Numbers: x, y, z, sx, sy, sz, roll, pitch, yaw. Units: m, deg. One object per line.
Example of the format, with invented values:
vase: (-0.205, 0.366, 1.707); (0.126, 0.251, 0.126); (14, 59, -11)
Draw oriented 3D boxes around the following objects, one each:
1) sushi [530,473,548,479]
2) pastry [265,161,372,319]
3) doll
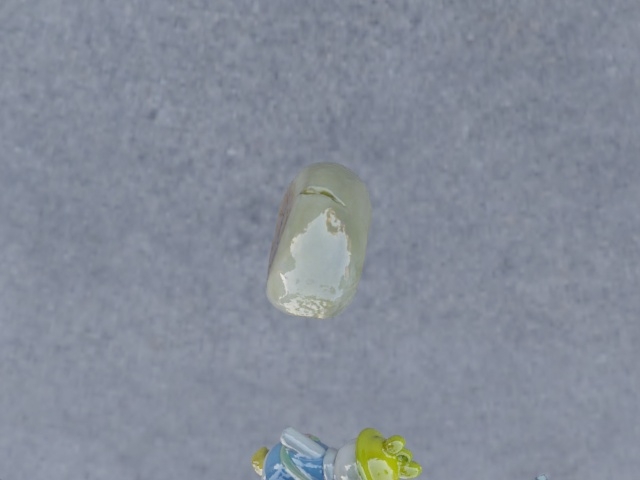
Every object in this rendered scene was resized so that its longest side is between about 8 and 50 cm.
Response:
sushi: (0.272, 0.560, 2.080); (0.294, 0.292, 0.059); (-21, 168, 0)
pastry: (0.000, 0.000, 1.265); (0.092, 0.156, 0.156); (9, 139, -3)
doll: (0.015, 0.293, 1.662); (0.241, 0.135, 0.099); (-16, 172, 33)
